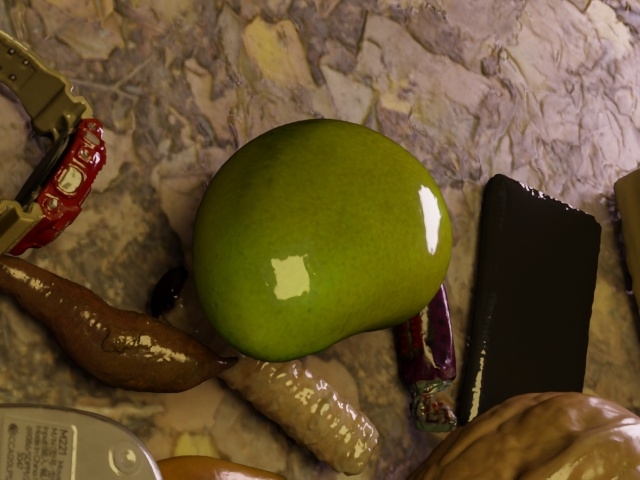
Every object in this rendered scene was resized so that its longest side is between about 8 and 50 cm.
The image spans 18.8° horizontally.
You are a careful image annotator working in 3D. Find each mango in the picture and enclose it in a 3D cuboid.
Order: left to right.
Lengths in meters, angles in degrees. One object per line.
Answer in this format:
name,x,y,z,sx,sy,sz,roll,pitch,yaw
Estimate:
mango,-0.090,0.212,1.465,0.187,0.066,0.101,-4,77,-41
mango,-0.003,-0.007,1.523,0.273,0.149,0.185,-15,67,-53

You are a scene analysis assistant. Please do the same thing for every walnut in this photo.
walnut,0.176,0.236,1.540,0.261,0.225,0.225,-28,90,-25

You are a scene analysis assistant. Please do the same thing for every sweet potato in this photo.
sweet potato,-0.173,0.070,1.462,0.226,0.068,0.068,25,61,-11

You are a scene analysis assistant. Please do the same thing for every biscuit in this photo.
biscuit,-0.046,0.105,1.532,0.219,0.055,0.061,39,39,-16

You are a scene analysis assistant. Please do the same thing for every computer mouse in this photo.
computer mouse,-0.251,0.196,1.327,0.297,0.121,0.184,9,66,-35

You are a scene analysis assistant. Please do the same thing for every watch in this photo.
watch,-0.285,-0.099,1.420,0.268,0.102,0.165,29,47,-22

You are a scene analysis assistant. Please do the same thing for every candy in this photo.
candy,0.089,0.079,1.638,0.043,0.045,0.175,8,69,-45

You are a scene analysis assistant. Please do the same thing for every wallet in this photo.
wallet,0.187,0.067,1.718,0.124,0.025,0.244,23,63,-25

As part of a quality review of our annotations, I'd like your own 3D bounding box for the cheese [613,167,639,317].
cheese,0.414,0.052,1.815,0.243,0.124,0.265,-4,75,-31
